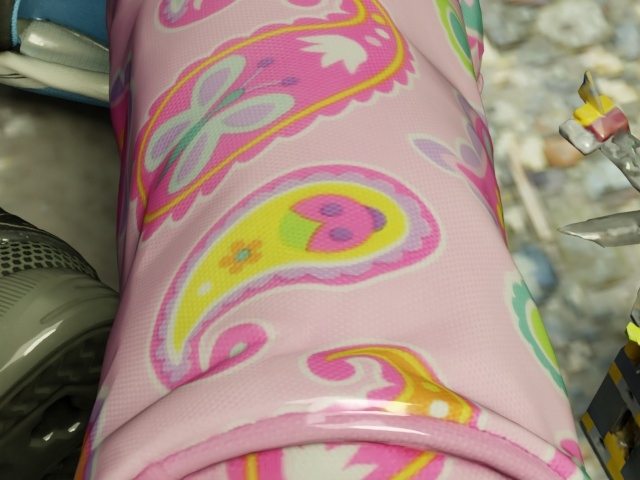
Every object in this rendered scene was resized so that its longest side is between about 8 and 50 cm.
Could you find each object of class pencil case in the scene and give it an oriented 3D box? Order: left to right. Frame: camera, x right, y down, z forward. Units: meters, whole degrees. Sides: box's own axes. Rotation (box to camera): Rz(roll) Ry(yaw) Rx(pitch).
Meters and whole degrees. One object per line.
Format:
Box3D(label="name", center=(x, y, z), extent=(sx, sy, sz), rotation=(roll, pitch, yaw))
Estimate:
Box3D(label="pencil case", center=(0.000, 0.000, 0.507), extent=(0.124, 0.124, 0.284), rotation=(5, 33, -5))

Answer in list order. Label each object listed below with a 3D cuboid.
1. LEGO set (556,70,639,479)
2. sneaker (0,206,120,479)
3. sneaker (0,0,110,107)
Box3D(label="LEGO set", center=(0.238, 0.046, 0.570), extent=(0.331, 0.192, 0.255), rotation=(-12, 62, -14))
Box3D(label="sneaker", center=(-0.165, 0.068, 0.570), extent=(0.227, 0.087, 0.130), rotation=(-42, 50, -9))
Box3D(label="sneaker", center=(-0.130, -0.100, 0.658), extent=(0.237, 0.085, 0.086), rotation=(15, 16, -1))
